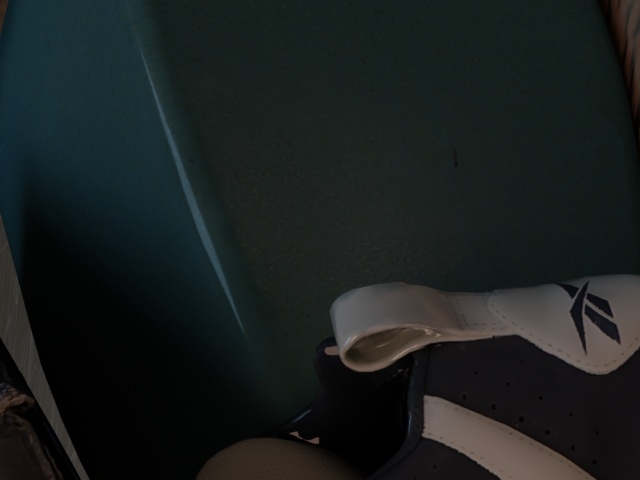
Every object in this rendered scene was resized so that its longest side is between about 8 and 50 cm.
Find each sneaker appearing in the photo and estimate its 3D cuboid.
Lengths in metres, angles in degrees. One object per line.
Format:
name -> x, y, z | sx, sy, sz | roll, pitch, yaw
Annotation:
sneaker -> 0.023, 0.105, 0.455 | 0.094, 0.153, 0.235 | -102, 25, -53

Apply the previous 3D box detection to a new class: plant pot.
plant pot -> 0.000, 0.000, 0.591 | 0.166, 0.165, 0.234 | 114, 150, -45

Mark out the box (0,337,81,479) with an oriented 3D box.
box -> -0.067, 0.137, 0.521 | 0.295, 0.073, 0.293 | 65, 169, -17
